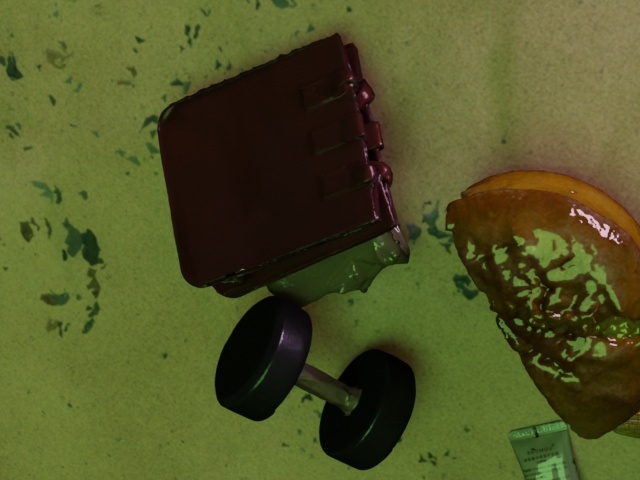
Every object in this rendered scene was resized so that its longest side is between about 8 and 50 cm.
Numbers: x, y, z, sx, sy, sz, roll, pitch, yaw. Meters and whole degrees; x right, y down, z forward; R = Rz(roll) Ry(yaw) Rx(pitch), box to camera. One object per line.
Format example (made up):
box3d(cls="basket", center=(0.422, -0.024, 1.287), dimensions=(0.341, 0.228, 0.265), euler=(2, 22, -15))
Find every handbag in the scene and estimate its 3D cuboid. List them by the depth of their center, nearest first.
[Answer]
box3d(cls="handbag", center=(-0.054, -0.085, 1.821), dimensions=(0.275, 0.084, 0.260), euler=(-23, 64, 23))

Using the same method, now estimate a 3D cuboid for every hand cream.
box3d(cls="hand cream", center=(0.308, 0.348, 1.958), dimensions=(0.080, 0.050, 0.234), euler=(-17, 89, 23))

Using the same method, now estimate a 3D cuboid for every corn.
box3d(cls="corn", center=(0.402, 0.227, 1.891), dimensions=(0.092, 0.037, 0.037), euler=(5, 113, 13))

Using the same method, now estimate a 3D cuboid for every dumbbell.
box3d(cls="dumbbell", center=(-0.005, 0.178, 1.910), dimensions=(0.218, 0.152, 0.152), euler=(28, 121, -22))

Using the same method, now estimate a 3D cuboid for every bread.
box3d(cls="bread", center=(0.302, 0.051, 1.770), dimensions=(0.179, 0.194, 0.340), euler=(-28, 102, 21))

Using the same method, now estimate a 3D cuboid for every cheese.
box3d(cls="cheese", center=(0.000, 0.000, 1.907), dimensions=(0.202, 0.091, 0.175), euler=(-39, 95, 30))
